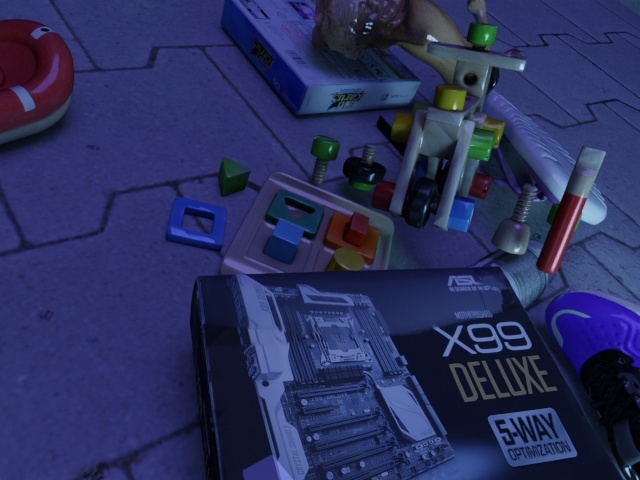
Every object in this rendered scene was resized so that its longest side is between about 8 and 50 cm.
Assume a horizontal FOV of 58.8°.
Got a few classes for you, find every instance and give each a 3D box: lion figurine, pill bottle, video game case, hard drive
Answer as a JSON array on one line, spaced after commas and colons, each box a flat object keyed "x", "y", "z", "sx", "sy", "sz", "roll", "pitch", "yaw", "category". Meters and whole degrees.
[{"x": 0.178, "y": -0.331, "z": 0.924, "sx": 0.392, "sy": 0.142, "sz": 0.240, "roll": 21, "pitch": 49, "yaw": -13, "category": "lion figurine"}, {"x": 0.229, "y": 0.049, "z": 0.699, "sx": 0.137, "sy": 0.078, "sz": 0.078, "roll": -22, "pitch": 60, "yaw": -38, "category": "pill bottle"}, {"x": -0.001, "y": -0.323, "z": 0.971, "sx": 0.244, "sy": 0.061, "sz": 0.270, "roll": -14, "pitch": 56, "yaw": -35, "category": "video game case"}, {"x": 0.170, "y": -0.175, "z": 0.934, "sx": 0.135, "sy": 0.022, "sz": 0.094, "roll": -13, "pitch": 55, "yaw": -35, "category": "hard drive"}]

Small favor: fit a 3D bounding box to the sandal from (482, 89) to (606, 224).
[{"x": 0.328, "y": -0.124, "z": 0.913, "sx": 0.169, "sy": 0.102, "sz": 0.416, "roll": 30, "pitch": 27, "yaw": -17, "category": "sandal"}]

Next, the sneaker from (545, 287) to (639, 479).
[{"x": 0.346, "y": 0.179, "z": 0.608, "sx": 0.146, "sy": 0.102, "sz": 0.293, "roll": -20, "pitch": 59, "yaw": -37, "category": "sneaker"}]

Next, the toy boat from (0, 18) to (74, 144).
[{"x": -0.377, "y": -0.191, "z": 0.597, "sx": 0.151, "sy": 0.151, "sz": 0.231, "roll": 39, "pitch": 44, "yaw": 14, "category": "toy boat"}]

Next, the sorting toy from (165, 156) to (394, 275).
[{"x": 0.000, "y": 0.000, "z": 0.663, "sx": 0.347, "sy": 0.047, "sz": 0.196, "roll": 23, "pitch": 42, "yaw": -3, "category": "sorting toy"}]

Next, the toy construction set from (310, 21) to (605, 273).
[{"x": 0.192, "y": -0.133, "z": 0.682, "sx": 0.257, "sy": 0.237, "sz": 0.308, "roll": -7, "pitch": 30, "yaw": -43, "category": "toy construction set"}]

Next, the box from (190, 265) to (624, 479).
[{"x": 0.059, "y": 0.138, "z": 0.467, "sx": 0.307, "sy": 0.077, "sz": 0.243, "roll": 0, "pitch": 47, "yaw": -19, "category": "box"}]
